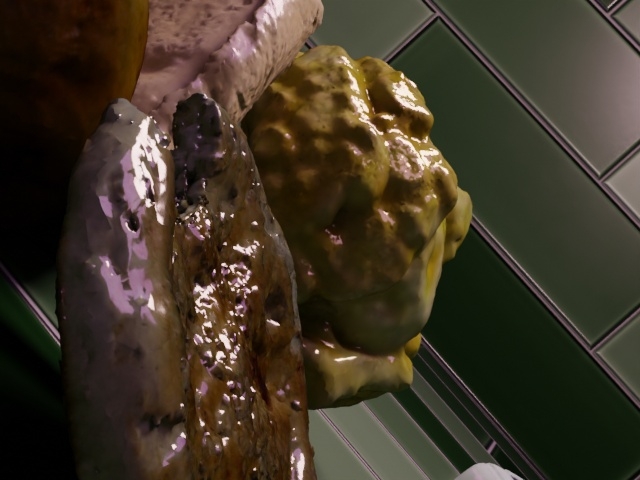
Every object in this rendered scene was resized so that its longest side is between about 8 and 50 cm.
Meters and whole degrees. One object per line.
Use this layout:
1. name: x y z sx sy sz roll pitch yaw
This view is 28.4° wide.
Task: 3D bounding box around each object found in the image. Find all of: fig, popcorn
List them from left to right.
1. fig: -0.148 -0.045 0.532 0.190 0.191 0.290 -109 -165 -78
2. popcorn: 0.000 0.000 0.839 0.195 0.256 0.255 10 36 5

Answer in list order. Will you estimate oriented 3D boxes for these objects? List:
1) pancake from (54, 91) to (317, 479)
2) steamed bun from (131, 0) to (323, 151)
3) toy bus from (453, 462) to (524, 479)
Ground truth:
1. pancake: -0.039 0.059 0.512 0.253 0.037 0.253 -10 90 -78
2. steamed bun: -0.129 -0.070 0.725 0.212 0.231 0.110 -71 155 -44
3. toy bus: 0.129 0.236 0.663 0.165 0.133 0.271 41 4 -16
